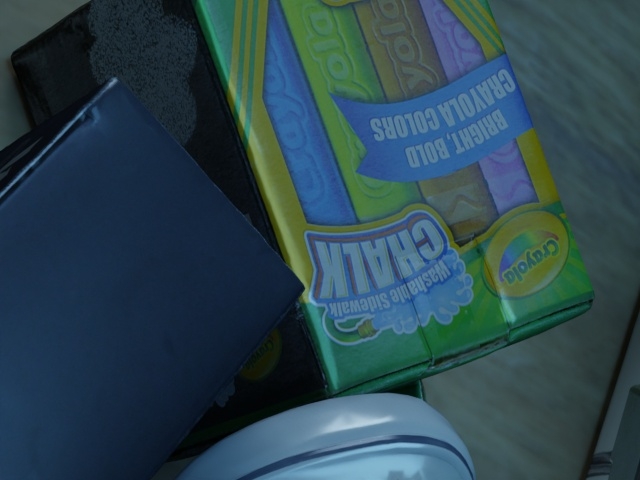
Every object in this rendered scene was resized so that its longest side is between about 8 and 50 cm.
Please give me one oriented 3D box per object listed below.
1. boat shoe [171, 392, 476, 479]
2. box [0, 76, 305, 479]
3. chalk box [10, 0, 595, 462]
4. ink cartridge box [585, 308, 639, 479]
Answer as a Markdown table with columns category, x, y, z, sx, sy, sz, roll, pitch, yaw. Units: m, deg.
| category | x | y | z | sx | sy | sz | roll | pitch | yaw |
| --- | --- | --- | --- | --- | --- | --- | --- | --- | --- |
| boat shoe | -0.050 | 0.146 | 0.611 | 0.258 | 0.084 | 0.095 | -36 | 125 | -6 |
| box | -0.114 | 0.049 | 0.615 | 0.093 | 0.158 | 0.156 | 48 | 56 | -13 |
| chalk box | 0.000 | 0.000 | 0.726 | 0.132 | 0.132 | 0.213 | -18 | 87 | -37 |
| ink cartridge box | 0.197 | 0.123 | 0.779 | 0.115 | 0.198 | 0.273 | 34 | 59 | -20 |
